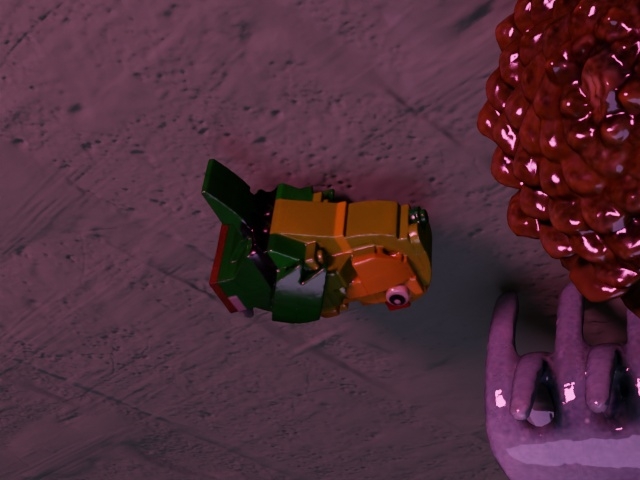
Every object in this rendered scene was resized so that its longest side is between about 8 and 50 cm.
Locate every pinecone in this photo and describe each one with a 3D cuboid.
[{"bbox_3d":[0.242,-0.061,0.579,0.292,0.246,0.246,15,146,-34],"label":"pinecone"}]

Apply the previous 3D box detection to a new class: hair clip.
[{"bbox_3d":[0.304,0.166,0.856,0.318,0.392,0.238,-8,117,23],"label":"hair clip"}]

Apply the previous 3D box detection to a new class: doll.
[{"bbox_3d":[-0.001,0.006,0.817,0.186,0.106,0.134,7,134,0],"label":"doll"}]
